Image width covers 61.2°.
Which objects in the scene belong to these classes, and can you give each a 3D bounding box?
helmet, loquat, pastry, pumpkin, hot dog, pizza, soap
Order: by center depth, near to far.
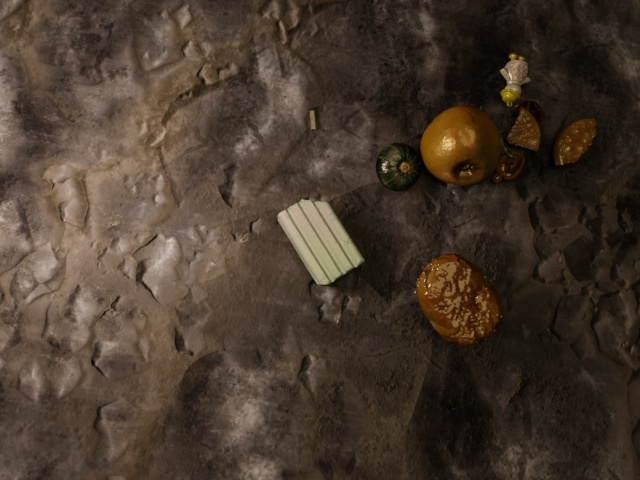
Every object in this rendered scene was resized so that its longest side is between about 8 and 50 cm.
[{"bbox_3d":[0.453,0.194,1.798,0.255,0.162,0.311,-32,88,-9],"label":"pastry"},{"bbox_3d":[0.000,0.000,1.811,0.172,0.095,0.290,-31,85,-10],"label":"soap"},{"bbox_3d":[0.475,-0.326,1.846,0.274,0.275,0.275,1,81,-6],"label":"loquat"},{"bbox_3d":[0.270,-0.255,1.868,0.167,0.125,0.167,-1,105,-5],"label":"pumpkin"},{"bbox_3d":[0.676,-0.262,1.953,0.089,0.060,0.140,30,72,3],"label":"hot dog"},{"bbox_3d":[0.736,-0.391,1.976,0.130,0.041,0.178,-35,101,9],"label":"pizza"},{"bbox_3d":[0.930,-0.363,1.995,0.127,0.058,0.247,30,77,0],"label":"pizza"},{"bbox_3d":[0.771,-0.473,1.996,0.111,0.057,0.089,40,115,-2],"label":"helmet"}]

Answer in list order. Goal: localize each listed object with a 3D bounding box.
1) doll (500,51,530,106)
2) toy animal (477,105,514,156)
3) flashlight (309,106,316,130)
[{"bbox_3d":[0.715,-0.591,1.997,0.129,0.081,0.207,15,82,-16],"label":"doll"},{"bbox_3d":[0.623,-0.384,1.957,0.041,0.075,0.217,-32,90,-10],"label":"toy animal"},{"bbox_3d":[-0.027,-0.431,1.916,0.018,0.018,0.084,-4,81,-6],"label":"flashlight"}]
